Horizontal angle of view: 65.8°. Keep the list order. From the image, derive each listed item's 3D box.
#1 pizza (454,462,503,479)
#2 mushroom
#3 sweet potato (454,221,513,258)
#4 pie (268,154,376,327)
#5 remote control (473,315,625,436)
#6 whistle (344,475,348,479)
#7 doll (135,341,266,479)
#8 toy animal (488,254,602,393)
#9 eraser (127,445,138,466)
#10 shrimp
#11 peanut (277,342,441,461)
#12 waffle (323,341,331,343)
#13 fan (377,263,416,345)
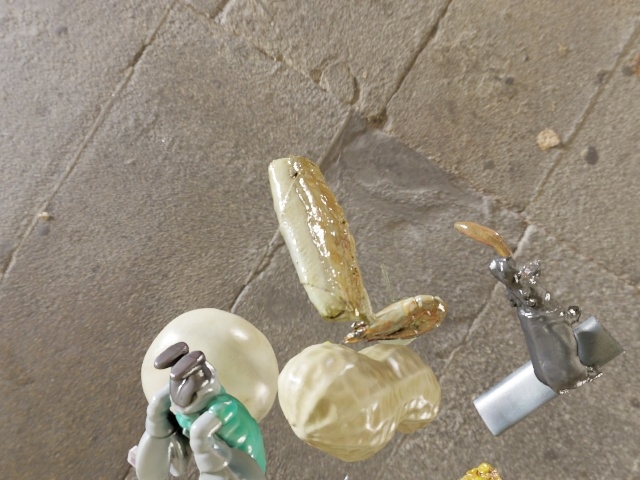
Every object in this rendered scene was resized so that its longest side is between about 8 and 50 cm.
[{"bbox_3d":[0.261,0.414,0.797,0.131,0.178,0.041,-42,124,-37],"label":"pizza"},{"bbox_3d":[-0.200,0.237,0.915,0.246,0.202,0.246,-2,107,-5],"label":"mushroom"},{"bbox_3d":[0.589,-0.005,1.750,0.255,0.058,0.078,39,118,24],"label":"sweet potato"},{"bbox_3d":[0.000,0.000,0.722,0.068,0.128,0.282,-38,59,30],"label":"pie"},{"bbox_3d":[0.557,0.342,1.231,0.377,0.044,0.107,-45,53,19],"label":"remote control"},{"bbox_3d":[0.071,0.768,1.537,0.029,0.033,0.083,19,100,1],"label":"whistle"},{"bbox_3d":[-0.165,0.262,0.653,0.153,0.195,0.258,-37,101,-34],"label":"doll"},{"bbox_3d":[0.508,0.175,1.134,0.168,0.106,0.343,-21,84,-34],"label":"toy animal"},{"bbox_3d":[-0.571,0.714,1.591,0.105,0.026,0.065,28,118,17],"label":"eraser"},{"bbox_3d":[0.199,0.228,1.331,0.294,0.062,0.154,-18,130,11],"label":"shrimp"},{"bbox_3d":[0.065,0.199,0.630,0.120,0.298,0.136,-4,79,38],"label":"peanut"},{"bbox_3d":[-0.048,0.509,1.879,0.051,0.291,0.291,35,90,15],"label":"waffle"},{"bbox_3d":[0.247,0.219,1.647,0.190,0.009,0.329,-21,112,-11],"label":"fan"}]
